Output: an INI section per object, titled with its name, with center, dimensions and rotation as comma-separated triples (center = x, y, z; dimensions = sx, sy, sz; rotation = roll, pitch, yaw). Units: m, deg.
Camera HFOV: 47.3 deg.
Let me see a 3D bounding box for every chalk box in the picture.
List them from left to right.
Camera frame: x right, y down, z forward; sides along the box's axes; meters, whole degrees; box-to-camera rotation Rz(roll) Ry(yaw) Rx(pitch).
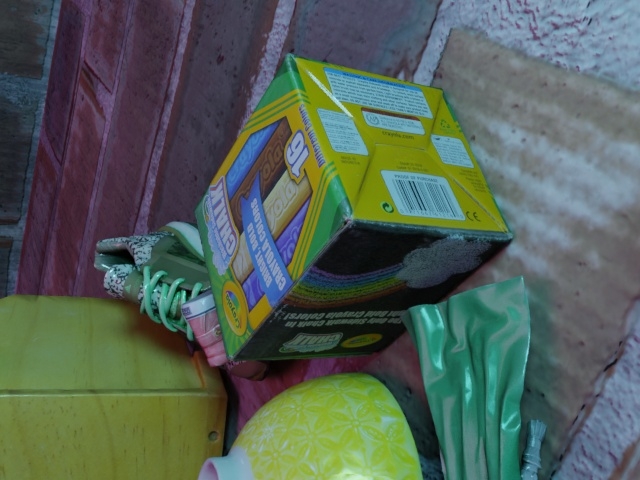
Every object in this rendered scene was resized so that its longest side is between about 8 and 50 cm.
[chalk box]
center = 0.000, 0.000, 0.702
dimensions = 0.289, 0.180, 0.179
rotation = -48, 49, 42

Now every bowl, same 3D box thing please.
[bowl]
center = -0.034, 0.268, 0.705
dimensions = 0.289, 0.156, 0.289
rotation = -173, 90, -69

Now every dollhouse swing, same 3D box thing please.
[dollhouse swing]
center = -0.351, 0.265, 1.083
dimensions = 0.305, 0.347, 0.315
rotation = -164, 79, -66

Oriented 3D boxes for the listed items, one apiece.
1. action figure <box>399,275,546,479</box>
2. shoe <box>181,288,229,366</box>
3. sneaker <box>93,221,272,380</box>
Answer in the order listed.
[action figure]
center = 0.133, 0.158, 0.585
dimensions = 0.137, 0.063, 0.232
rotation = -29, 59, 51
[shoe]
center = -0.064, 0.073, 0.831
dimensions = 0.063, 0.178, 0.081
rotation = -12, 103, 64
[sneaker]
center = -0.198, 0.081, 0.998
dimensions = 0.410, 0.182, 0.158
rotation = 25, 109, 53
